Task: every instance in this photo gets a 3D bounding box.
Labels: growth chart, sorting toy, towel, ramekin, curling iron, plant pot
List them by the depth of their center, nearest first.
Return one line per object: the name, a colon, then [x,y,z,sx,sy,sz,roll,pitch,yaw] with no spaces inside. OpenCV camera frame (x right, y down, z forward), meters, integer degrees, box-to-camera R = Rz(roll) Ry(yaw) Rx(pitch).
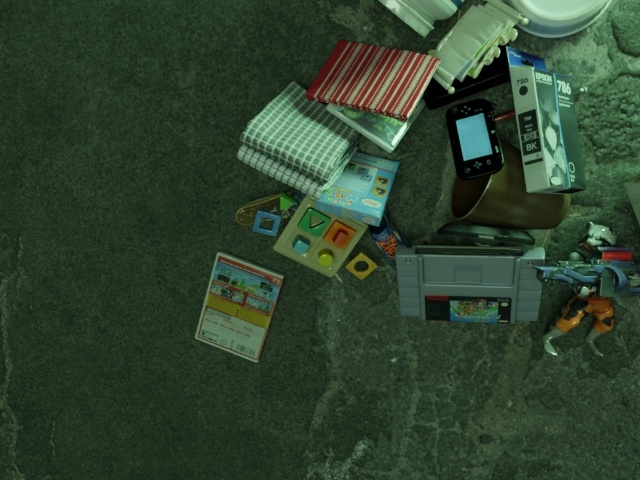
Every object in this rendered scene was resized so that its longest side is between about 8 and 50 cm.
ramekin: [0.522,-0.587,1.420,0.273,0.127,0.273,3,106,12]
growth chart: [0.342,-0.447,1.479,0.237,0.021,0.172,-44,52,23]
towel: [0.120,-0.379,1.529,0.275,0.031,0.199,18,66,25]
plant pot: [0.462,-0.114,1.542,0.230,0.215,0.215,19,109,-10]
curling iron: [0.490,-0.326,1.548,0.274,0.035,0.068,-9,103,16]
towel: [-0.037,-0.248,1.558,0.235,0.283,0.121,25,133,7]
sorting toy: [0.000,0.000,1.644,0.348,0.047,0.196,26,119,-16]

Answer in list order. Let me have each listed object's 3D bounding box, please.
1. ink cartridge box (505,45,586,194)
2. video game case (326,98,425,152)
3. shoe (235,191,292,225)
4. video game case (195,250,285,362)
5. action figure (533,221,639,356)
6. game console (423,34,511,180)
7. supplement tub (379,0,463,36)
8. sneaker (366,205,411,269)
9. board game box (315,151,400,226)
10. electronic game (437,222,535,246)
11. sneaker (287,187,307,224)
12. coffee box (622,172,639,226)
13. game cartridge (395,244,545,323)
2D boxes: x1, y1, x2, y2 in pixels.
ink cartridge box: [0.502,-0.270,1.441,0.065,0.165,0.332,-14,81,49]
video game case: [0.137,-0.328,1.579,0.190,0.022,0.173,35,67,2]
shoe: [-0.119,-0.091,1.737,0.219,0.058,0.076,-10,107,-3]
video game case: [-0.234,0.192,1.866,0.204,0.025,0.285,20,109,7]
action figure: [0.617,0.111,1.570,0.341,0.178,0.330,10,104,-18]
game console: [0.349,-0.301,1.473,0.213,0.044,0.361,-18,60,25]
supplement tub: [0.256,-0.631,1.415,0.228,0.228,0.316,40,110,0]
sneaker: [0.165,-0.009,1.684,0.083,0.087,0.221,-31,96,20]
board game box: [0.095,-0.136,1.606,0.160,0.211,0.039,16,137,9]
electronic game: [0.395,-0.010,1.557,0.229,0.229,0.048,7,92,11]
sneaker: [-0.035,-0.083,1.666,0.125,0.104,0.262,-30,109,-4]
coffee box: [0.836,-0.037,1.473,0.168,0.119,0.297,-28,99,-11]
game cartridge: [0.373,0.114,1.643,0.355,0.068,0.230,1,126,13]
